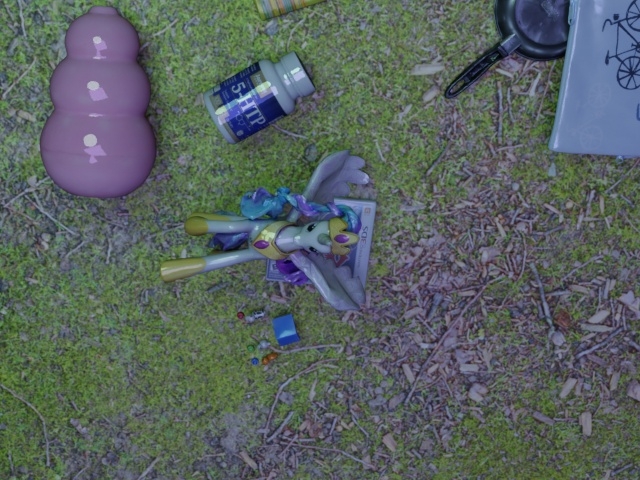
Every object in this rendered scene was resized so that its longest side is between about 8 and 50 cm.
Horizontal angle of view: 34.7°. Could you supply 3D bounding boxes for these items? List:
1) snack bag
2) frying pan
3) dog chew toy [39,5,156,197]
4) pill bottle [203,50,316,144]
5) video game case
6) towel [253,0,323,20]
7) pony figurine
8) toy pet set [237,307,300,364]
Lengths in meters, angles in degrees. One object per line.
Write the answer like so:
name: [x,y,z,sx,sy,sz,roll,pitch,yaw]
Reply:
snack bag: [0.598,-0.302,1.913,0.342,0.037,0.323,1,111,-10]
frying pan: [0.357,-0.403,1.879,0.326,0.053,0.197,-21,109,1]
dog chew toy: [-0.391,-0.248,1.825,0.206,0.206,0.332,4,101,-4]
pill bottle: [-0.109,-0.265,1.869,0.186,0.112,0.112,-29,108,7]
video game case: [0.000,0.000,2.013,0.201,0.023,0.184,5,109,-4]
towel: [-0.012,-0.479,1.849,0.237,0.021,0.102,-17,115,2]
pony figurine: [-0.058,-0.003,1.843,0.363,0.351,0.303,-5,93,21]
toy pet set: [-0.100,0.196,2.055,0.114,0.065,0.122,-16,110,3]
